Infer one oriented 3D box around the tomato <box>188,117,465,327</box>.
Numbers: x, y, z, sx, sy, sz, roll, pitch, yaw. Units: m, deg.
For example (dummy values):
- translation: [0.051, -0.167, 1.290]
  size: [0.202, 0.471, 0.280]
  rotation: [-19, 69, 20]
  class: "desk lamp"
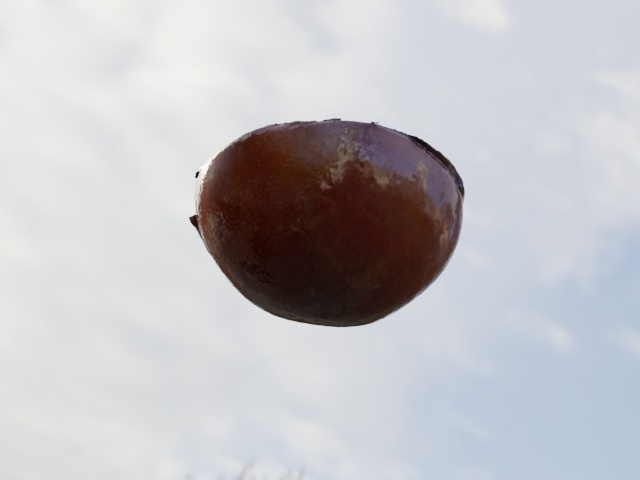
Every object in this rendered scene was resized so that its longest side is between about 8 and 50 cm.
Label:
- translation: [0.000, 0.000, 1.469]
  size: [0.228, 0.112, 0.199]
  rotation: [-21, -43, 28]
  class: "tomato"
